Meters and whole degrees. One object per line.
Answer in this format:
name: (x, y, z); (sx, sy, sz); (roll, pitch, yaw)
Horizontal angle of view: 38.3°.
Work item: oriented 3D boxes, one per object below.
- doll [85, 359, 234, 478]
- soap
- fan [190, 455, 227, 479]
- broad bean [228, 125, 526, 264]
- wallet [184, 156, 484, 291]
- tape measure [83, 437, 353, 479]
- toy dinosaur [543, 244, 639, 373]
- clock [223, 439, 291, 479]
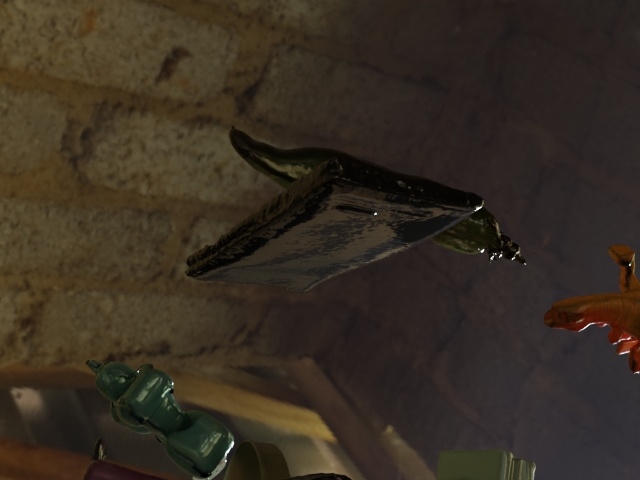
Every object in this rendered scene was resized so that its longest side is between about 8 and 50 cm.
doll: (-0.156, 0.166, 0.883); (0.159, 0.059, 0.159); (17, 154, 48)
soap: (0.191, 0.362, 1.129); (0.067, 0.197, 0.119); (26, 153, -31)
fan: (-0.142, 0.295, 1.143); (0.056, 0.083, 0.004); (-23, -122, -34)
broad bean: (0.064, -0.048, 0.959); (0.339, 0.061, 0.077); (18, -151, -6)
wallet: (0.000, 0.001, 0.680); (0.124, 0.244, 0.025); (9, -111, -28)
tape measure: (-0.051, 0.257, 0.562); (0.232, 0.149, 0.245); (12, -122, -5)
toy dinosaur: (0.295, 0.061, 0.700); (0.289, 0.117, 0.070); (-3, -149, -18)
clock: (-0.063, 0.287, 0.775); (0.029, 0.234, 0.235); (10, -156, -15)
